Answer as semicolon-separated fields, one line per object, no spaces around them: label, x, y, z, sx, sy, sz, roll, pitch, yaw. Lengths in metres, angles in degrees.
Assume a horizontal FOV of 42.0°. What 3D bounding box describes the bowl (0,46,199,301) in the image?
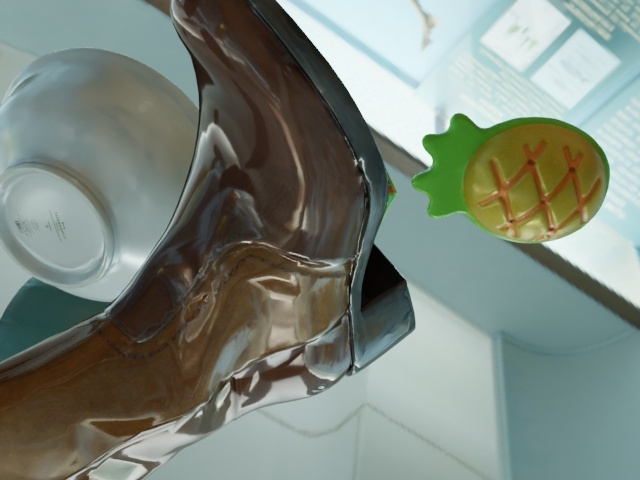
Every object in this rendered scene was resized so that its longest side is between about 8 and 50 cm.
bowl;-0.251;-0.043;0.886;0.298;0.298;0.134;39;-145;-4

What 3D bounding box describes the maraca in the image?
maraca;0.181;-0.059;0.790;0.186;0.127;0.099;10;-158;-4

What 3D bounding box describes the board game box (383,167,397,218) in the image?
board game box;0.000;0.000;0.859;0.092;0.181;0.043;1;-134;-24

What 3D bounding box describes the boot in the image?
boot;-0.104;0.030;0.402;0.280;0.264;0.096;-30;-129;-10

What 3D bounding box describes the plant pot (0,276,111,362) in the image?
plant pot;-0.306;0.199;1.232;0.235;0.293;0.293;10;-149;16
